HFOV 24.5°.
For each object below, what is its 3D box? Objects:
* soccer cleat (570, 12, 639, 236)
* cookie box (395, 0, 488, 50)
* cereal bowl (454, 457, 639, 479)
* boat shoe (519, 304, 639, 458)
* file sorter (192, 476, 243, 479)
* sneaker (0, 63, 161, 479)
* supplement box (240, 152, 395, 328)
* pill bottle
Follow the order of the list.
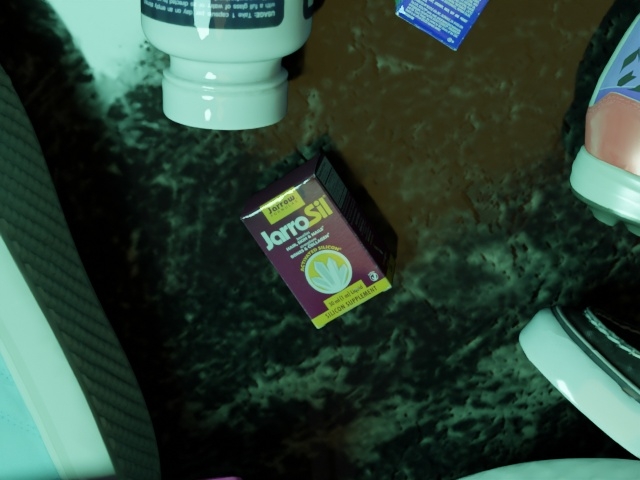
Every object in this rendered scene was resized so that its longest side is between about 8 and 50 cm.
[{"bbox_3d":[0.301,-0.037,0.796,0.318,0.108,0.116,13,107,3],"label":"soccer cleat"},{"bbox_3d":[0.082,-0.164,0.775,0.040,0.092,0.107,30,110,-9],"label":"cookie box"},{"bbox_3d":[0.167,0.287,0.853,0.339,0.141,0.339,6,130,7],"label":"cereal bowl"},{"bbox_3d":[0.260,0.102,0.849,0.301,0.108,0.102,31,106,-5],"label":"boat shoe"},{"bbox_3d":[-0.161,0.266,0.862,0.291,0.182,0.202,-8,154,8],"label":"file sorter"},{"bbox_3d":[-0.222,0.027,0.852,0.150,0.135,0.365,-17,107,8],"label":"sneaker"},{"bbox_3d":[0.000,0.000,0.868,0.055,0.043,0.083,-31,104,17],"label":"supplement box"},{"bbox_3d":[-0.050,-0.150,0.791,0.094,0.094,0.169,4,110,4],"label":"pill bottle"}]
